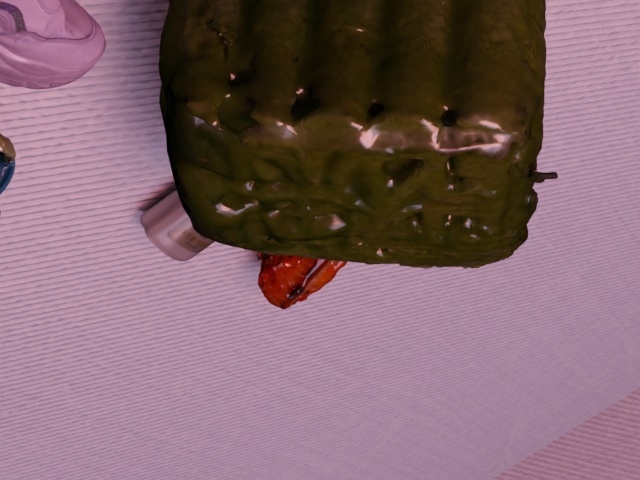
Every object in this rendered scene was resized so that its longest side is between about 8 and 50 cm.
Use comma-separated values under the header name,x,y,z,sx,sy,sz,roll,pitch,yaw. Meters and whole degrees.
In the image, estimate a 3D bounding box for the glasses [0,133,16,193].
name,x,y,z,sx,sy,sz,roll,pitch,yaw
glasses,-0.364,-0.102,1.061,0.239,0.102,0.207,-10,119,-27

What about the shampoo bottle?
name,x,y,z,sx,sy,sz,roll,pitch,yaw
shampoo bottle,-0.076,-0.064,1.369,0.227,0.056,0.086,-34,152,12

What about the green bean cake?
name,x,y,z,sx,sy,sz,roll,pitch,yaw
green bean cake,0.036,-0.100,1.129,0.335,0.218,0.319,5,154,9

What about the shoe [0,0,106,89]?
name,x,y,z,sx,sy,sz,roll,pitch,yaw
shoe,-0.241,-0.196,0.956,0.137,0.095,0.245,-32,148,33

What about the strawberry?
name,x,y,z,sx,sy,sz,roll,pitch,yaw
strawberry,0.000,0.000,1.532,0.188,0.082,0.121,-45,168,11
